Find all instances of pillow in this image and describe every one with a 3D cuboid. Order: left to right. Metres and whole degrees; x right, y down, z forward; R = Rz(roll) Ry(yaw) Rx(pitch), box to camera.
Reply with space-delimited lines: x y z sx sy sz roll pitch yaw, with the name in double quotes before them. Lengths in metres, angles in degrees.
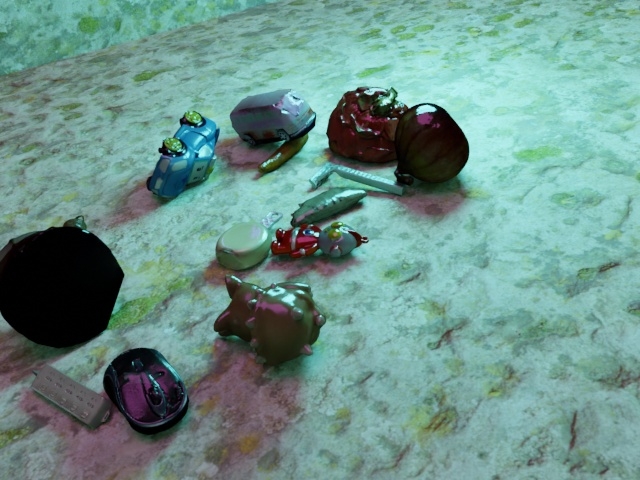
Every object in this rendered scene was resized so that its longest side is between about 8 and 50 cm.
"pillow" 0.012 -0.101 1.852 0.241 0.051 0.093 -25 43 -19

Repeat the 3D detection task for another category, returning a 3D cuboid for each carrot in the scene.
"carrot" -0.116 -0.274 2.123 0.059 0.059 0.248 17 47 32

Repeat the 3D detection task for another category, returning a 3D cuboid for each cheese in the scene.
"cheese" -0.174 -0.011 1.761 0.137 0.064 0.227 17 44 27

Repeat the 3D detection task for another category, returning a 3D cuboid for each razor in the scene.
"razor" 0.112 -0.176 1.930 0.278 0.056 0.111 13 40 28

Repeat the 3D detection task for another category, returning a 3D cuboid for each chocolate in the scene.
"chocolate" -0.625 0.094 1.579 0.284 0.283 0.186 -32 23 -28

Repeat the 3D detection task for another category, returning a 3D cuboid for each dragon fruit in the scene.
"dragon fruit" 0.149 -0.343 2.026 0.317 0.205 0.152 0 37 14

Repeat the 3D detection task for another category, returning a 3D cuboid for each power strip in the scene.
"power strip" -0.528 0.314 1.407 0.253 0.027 0.060 17 68 33

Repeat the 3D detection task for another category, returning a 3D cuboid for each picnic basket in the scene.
"picnic basket" -0.696 -0.038 1.915 0.072 0.072 0.083 -16 37 -9

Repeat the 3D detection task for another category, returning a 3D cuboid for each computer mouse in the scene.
"computer mouse" -0.354 0.286 1.361 0.137 0.096 0.233 -28 38 -25

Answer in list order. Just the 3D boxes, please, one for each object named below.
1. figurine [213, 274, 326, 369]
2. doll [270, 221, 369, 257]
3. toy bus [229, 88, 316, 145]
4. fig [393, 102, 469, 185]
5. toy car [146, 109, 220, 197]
"figurine" -0.115 0.171 1.397 0.247 0.177 0.173 13 21 12
"doll" 0.000 0.000 1.698 0.245 0.076 0.142 -3 36 17
"toy bus" -0.156 -0.392 2.159 0.303 0.147 0.127 2 46 50
"fig" 0.295 -0.266 1.873 0.215 0.235 0.235 -22 30 24
"toy car" -0.405 -0.245 2.058 0.166 0.198 0.314 26 41 -5
